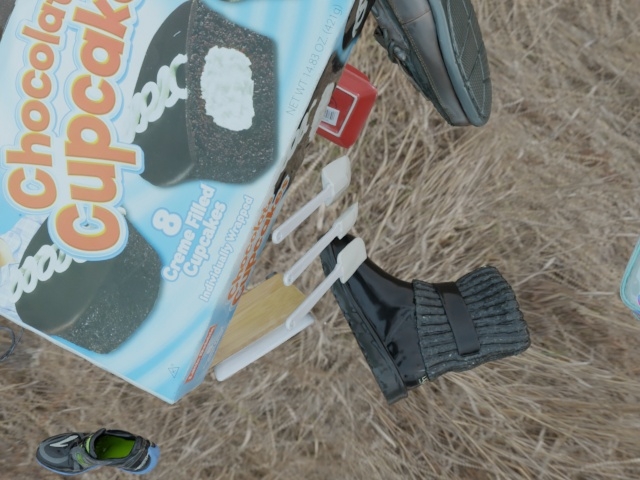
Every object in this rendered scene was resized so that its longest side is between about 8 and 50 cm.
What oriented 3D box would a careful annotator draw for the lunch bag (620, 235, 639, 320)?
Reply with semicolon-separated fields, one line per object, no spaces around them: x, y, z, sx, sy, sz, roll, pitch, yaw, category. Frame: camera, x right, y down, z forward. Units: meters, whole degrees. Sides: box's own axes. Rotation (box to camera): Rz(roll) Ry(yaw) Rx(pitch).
0.563;0.012;1.146;0.224;0.108;0.279;23;83;42;lunch bag

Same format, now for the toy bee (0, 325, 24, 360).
-0.411;0.080;1.331;0.195;0.162;0.298;30;59;12;toy bee

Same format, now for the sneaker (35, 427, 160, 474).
-0.328;0.299;1.186;0.188;0.078;0.067;-3;50;16;sneaker

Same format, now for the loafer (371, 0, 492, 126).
0.070;-0.207;0.685;0.084;0.267;0.096;-7;40;29;loafer

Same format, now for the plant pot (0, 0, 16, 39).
-0.296;-0.269;0.876;0.215;0.215;0.230;-31;94;-3;plant pot

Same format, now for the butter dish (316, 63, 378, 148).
0.028;-0.284;1.546;0.160;0.160;0.118;29;43;1;butter dish

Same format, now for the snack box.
-0.097;-0.089;0.489;0.187;0.060;0.321;25;97;8;snack box

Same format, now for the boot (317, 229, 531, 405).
0.164;0.085;1.359;0.260;0.131;0.348;-26;59;-1;boot

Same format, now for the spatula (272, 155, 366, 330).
0.000;0.000;1.081;0.019;0.242;0.168;6;117;27;spatula

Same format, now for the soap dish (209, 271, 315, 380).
-0.125;0.160;1.545;0.229;0.291;0.118;-32;86;-4;soap dish
